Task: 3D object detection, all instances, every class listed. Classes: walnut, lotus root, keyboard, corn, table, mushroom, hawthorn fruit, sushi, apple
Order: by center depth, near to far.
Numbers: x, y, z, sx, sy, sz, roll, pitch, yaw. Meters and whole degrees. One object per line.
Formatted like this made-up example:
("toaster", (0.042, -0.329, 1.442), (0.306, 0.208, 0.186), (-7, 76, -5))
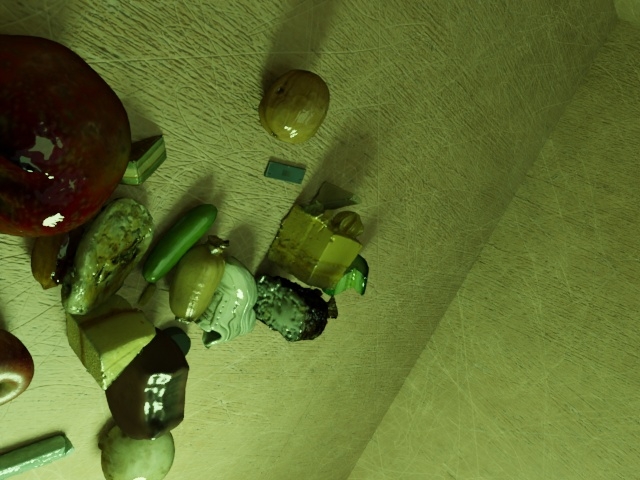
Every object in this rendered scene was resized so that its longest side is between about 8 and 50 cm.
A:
("hawthorn fruit", (-0.573, -0.224, 1.178), (0.403, 0.403, 0.402), (-29, 136, -32))
("apple", (-0.814, 0.309, 1.463), (0.201, 0.162, 0.201), (-33, 149, -23))
("walnut", (-0.650, 0.034, 1.477), (0.116, 0.116, 0.207), (10, 109, -52))
("walnut", (-0.075, -0.393, 1.737), (0.195, 0.195, 0.221), (30, 88, -54))
("corn", (-0.517, 0.159, 1.792), (0.027, 0.028, 0.083), (30, 97, -38))
("lotus root", (-0.380, 0.117, 1.829), (0.303, 0.131, 0.146), (-64, 166, 12))
("table", (-0.491, 0.349, 1.951), (0.134, 0.043, 0.133), (-28, 136, -32))
("mushroom", (-0.605, 0.696, 1.968), (0.255, 0.184, 0.254), (0, 90, -21))
("keyboard", (-0.115, -0.223, 1.971), (0.176, 0.014, 0.055), (5, 112, -50))
("sushi", (-0.095, 0.221, 2.061), (0.182, 0.343, 0.196), (-9, 113, -44))

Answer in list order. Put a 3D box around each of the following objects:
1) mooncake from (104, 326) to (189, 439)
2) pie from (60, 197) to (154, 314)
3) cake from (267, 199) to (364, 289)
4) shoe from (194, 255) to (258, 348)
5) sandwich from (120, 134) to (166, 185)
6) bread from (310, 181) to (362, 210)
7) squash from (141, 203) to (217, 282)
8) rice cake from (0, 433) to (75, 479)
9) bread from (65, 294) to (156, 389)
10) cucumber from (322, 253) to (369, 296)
("mooncake", (-0.506, 0.415, 1.768), (0.174, 0.334, 0.325), (-10, 84, -47))
("pie", (-0.545, 0.045, 1.538), (0.339, 0.077, 0.339), (25, 90, -83))
("cake", (0.000, 0.000, 2.101), (0.227, 0.222, 0.285), (17, 104, -55))
("shoe", (-0.321, 0.219, 1.971), (0.211, 0.132, 0.341), (-30, 140, -35))
("sandwich", (-0.487, -0.216, 1.550), (0.163, 0.114, 0.079), (-68, 163, -52))
("bread", (0.057, -0.134, 2.125), (0.077, 0.152, 0.105), (33, 86, -53))
("squash", (-0.415, 0.001, 1.742), (0.292, 0.082, 0.082), (-48, 143, -9))
("rice cake", (-0.878, 0.639, 1.711), (0.336, 0.066, 0.063), (-10, 132, -44))
("bread", (-0.567, 0.263, 1.632), (0.178, 0.240, 0.135), (-20, 131, -39))
("cucumber", (0.088, 0.131, 2.351), (0.191, 0.191, 0.130), (-23, 131, -37))
